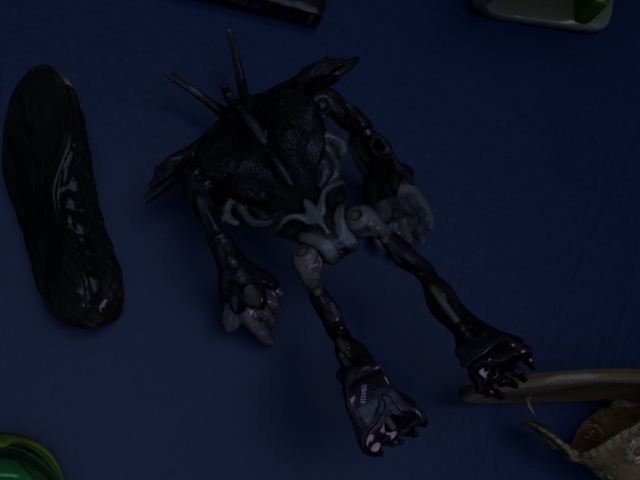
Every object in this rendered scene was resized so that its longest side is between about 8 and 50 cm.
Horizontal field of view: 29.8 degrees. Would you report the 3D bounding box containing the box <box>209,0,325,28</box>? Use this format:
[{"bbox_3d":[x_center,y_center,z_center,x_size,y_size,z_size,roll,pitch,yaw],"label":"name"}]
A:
[{"bbox_3d":[-0.041,-0.235,0.819,0.116,0.029,0.162,12,79,-9],"label":"box"}]

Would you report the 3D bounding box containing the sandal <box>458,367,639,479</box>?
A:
[{"bbox_3d":[0.210,0.125,0.774,0.240,0.088,0.079,-1,74,-17],"label":"sandal"}]

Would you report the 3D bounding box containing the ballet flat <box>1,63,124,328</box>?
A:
[{"bbox_3d":[-0.163,-0.027,0.756,0.057,0.049,0.173,-16,78,19],"label":"ballet flat"}]

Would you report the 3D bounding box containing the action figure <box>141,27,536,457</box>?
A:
[{"bbox_3d":[0.000,0.000,0.734,0.164,0.141,0.275,-31,61,-7],"label":"action figure"}]

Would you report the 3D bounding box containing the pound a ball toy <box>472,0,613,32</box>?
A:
[{"bbox_3d":[0.177,-0.326,0.788,0.136,0.208,0.319,7,79,-10],"label":"pound a ball toy"}]

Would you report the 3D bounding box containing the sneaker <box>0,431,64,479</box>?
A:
[{"bbox_3d":[-0.171,0.254,0.654,0.109,0.123,0.295,-10,83,-13],"label":"sneaker"}]
